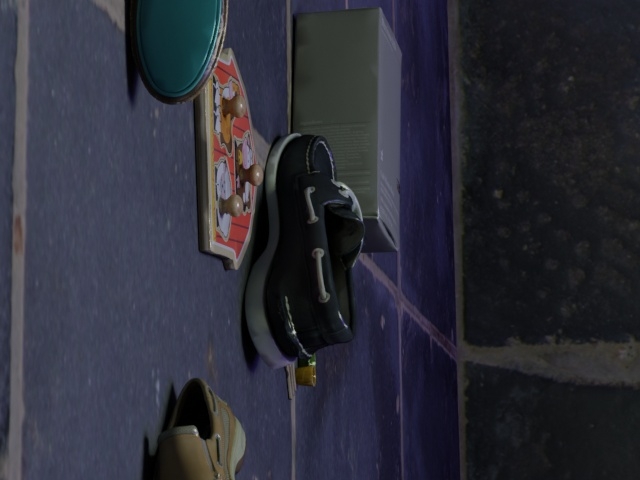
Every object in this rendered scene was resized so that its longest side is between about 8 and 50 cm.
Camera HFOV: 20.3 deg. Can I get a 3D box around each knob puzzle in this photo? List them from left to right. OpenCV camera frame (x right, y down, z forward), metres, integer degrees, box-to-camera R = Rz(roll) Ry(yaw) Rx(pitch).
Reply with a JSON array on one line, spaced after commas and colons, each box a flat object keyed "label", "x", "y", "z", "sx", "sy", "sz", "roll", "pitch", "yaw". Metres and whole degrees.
[{"label": "knob puzzle", "x": -0.070, "y": -0.071, "z": 1.536, "sx": 0.213, "sy": 0.030, "sz": 0.213, "roll": -3, "pitch": 90, "yaw": -80}]

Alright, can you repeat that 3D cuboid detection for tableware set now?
[{"label": "tableware set", "x": -0.019, "y": 0.077, "z": 1.797, "sx": 0.104, "sy": 0.024, "sz": 0.154, "roll": -60, "pitch": 146, "yaw": -72}]

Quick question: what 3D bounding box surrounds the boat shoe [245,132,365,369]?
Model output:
[{"label": "boat shoe", "x": 0.000, "y": 0.000, "z": 1.687, "sx": 0.302, "sy": 0.091, "sz": 0.114, "roll": -86, "pitch": 154, "yaw": -45}]

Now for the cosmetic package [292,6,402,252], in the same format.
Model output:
[{"label": "cosmetic package", "x": 0.029, "y": -0.115, "z": 1.896, "sx": 0.127, "sy": 0.107, "sz": 0.238, "roll": 52, "pitch": 40, "yaw": -68}]

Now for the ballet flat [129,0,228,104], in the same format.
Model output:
[{"label": "ballet flat", "x": -0.102, "y": -0.198, "z": 1.290, "sx": 0.067, "sy": 0.073, "sz": 0.206, "roll": 153, "pitch": -62, "yaw": -85}]

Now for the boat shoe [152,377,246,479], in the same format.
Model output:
[{"label": "boat shoe", "x": -0.095, "y": 0.164, "z": 1.271, "sx": 0.190, "sy": 0.068, "sz": 0.072, "roll": -94, "pitch": 164, "yaw": -64}]
